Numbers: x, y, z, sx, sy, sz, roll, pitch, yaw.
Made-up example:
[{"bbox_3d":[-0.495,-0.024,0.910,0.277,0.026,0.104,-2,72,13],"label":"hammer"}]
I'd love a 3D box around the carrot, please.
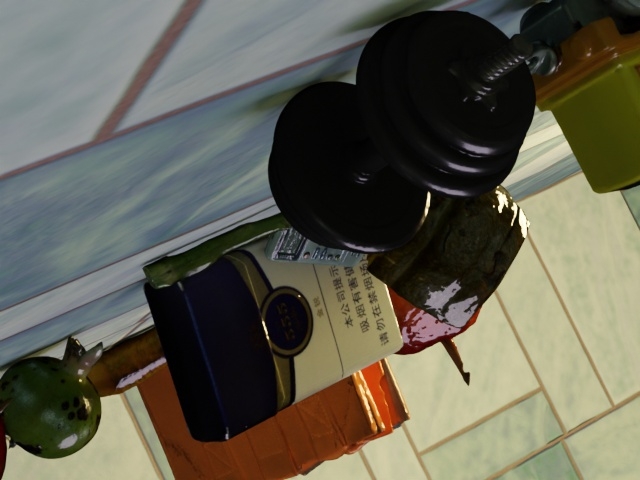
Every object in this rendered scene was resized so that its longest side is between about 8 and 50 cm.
[{"bbox_3d":[-0.212,0.145,1.893,0.260,0.070,0.070,-26,176,-1],"label":"carrot"}]

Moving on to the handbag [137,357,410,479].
[{"bbox_3d":[-0.085,0.230,2.097,0.410,0.303,0.116,-28,170,33],"label":"handbag"}]

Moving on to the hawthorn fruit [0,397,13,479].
[{"bbox_3d":[-0.344,0.189,1.192,0.172,0.148,0.148,-44,-175,-28],"label":"hawthorn fruit"}]

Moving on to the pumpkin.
[{"bbox_3d":[0.120,-0.024,1.292,0.126,0.131,0.248,-57,-167,16],"label":"pumpkin"}]

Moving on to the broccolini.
[{"bbox_3d":[-0.029,-0.009,1.177,0.254,0.057,0.071,-28,134,-15],"label":"broccolini"}]

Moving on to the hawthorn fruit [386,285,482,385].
[{"bbox_3d":[0.113,0.057,1.542,0.207,0.243,0.207,-27,174,-3],"label":"hawthorn fruit"}]

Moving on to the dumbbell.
[{"bbox_3d":[0.038,-0.052,0.690,0.099,0.099,0.208,-23,173,-38],"label":"dumbbell"}]

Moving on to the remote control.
[{"bbox_3d":[0.000,0.000,1.314,0.124,0.018,0.053,6,119,-44],"label":"remote control"}]

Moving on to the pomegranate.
[{"bbox_3d":[-0.285,0.165,1.464,0.161,0.122,0.122,-55,170,10],"label":"pomegranate"}]

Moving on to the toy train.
[{"bbox_3d":[0.200,-0.107,0.796,0.219,0.127,0.089,-22,175,-35],"label":"toy train"}]

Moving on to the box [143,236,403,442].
[{"bbox_3d":[-0.042,0.077,1.341,0.071,0.168,0.259,-9,-169,46],"label":"box"}]
